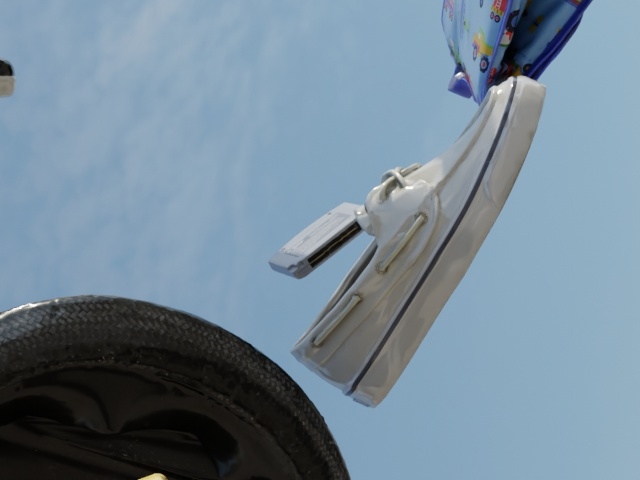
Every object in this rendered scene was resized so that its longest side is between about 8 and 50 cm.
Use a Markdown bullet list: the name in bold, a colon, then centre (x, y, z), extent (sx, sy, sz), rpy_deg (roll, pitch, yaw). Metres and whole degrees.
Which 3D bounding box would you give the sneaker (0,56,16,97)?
- **sneaker**: centre (-0.322, -0.179, 0.997), extent (0.079, 0.217, 0.121), rpy_deg (-18, -60, -71)

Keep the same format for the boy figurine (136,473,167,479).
- **boy figurine**: centre (-0.025, 0.234, 0.621), extent (0.092, 0.285, 0.177), rpy_deg (-40, -7, -11)

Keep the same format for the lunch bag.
- **lunch bag**: centre (0.203, -0.279, 1.410), extent (0.221, 0.138, 0.293), rpy_deg (-105, 36, -57)

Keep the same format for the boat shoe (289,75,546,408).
- **boat shoe**: centre (0.067, -0.009, 0.959), extent (0.267, 0.088, 0.096), rpy_deg (-61, 2, 19)

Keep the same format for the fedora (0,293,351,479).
- **fedora**: centre (-0.144, 0.191, 0.866), extent (0.334, 0.152, 0.334), rpy_deg (1, -91, -23)

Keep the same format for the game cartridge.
- **game cartridge**: centre (0.000, 0.000, 1.059), extent (0.083, 0.056, 0.017), rpy_deg (-37, -67, -15)
